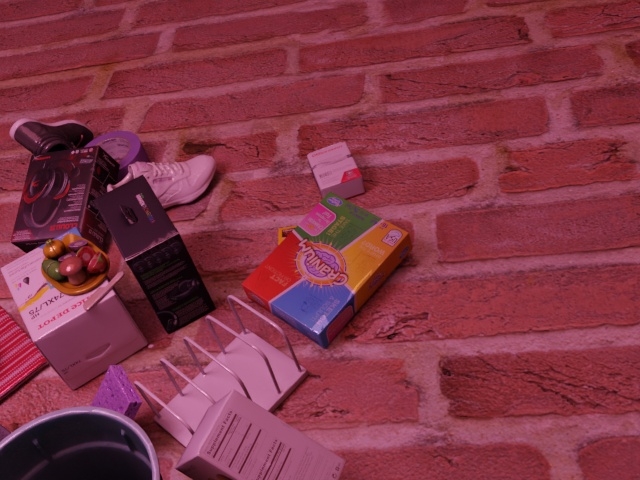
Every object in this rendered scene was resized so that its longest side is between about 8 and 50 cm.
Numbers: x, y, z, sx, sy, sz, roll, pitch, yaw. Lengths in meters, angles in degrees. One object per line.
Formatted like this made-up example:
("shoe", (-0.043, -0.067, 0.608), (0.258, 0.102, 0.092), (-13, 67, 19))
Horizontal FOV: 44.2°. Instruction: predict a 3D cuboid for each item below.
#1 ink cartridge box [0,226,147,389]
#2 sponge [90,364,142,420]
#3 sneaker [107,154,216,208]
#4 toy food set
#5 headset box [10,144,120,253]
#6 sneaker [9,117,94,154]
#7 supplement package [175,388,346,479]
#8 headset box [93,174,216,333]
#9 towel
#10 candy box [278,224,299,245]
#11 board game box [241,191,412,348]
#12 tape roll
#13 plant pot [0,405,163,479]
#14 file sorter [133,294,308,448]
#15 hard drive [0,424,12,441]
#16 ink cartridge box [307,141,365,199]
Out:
("ink cartridge box", (-0.558, 0.152, 1.786), (0.198, 0.197, 0.270), (-32, 48, -14))
("sponge", (-0.429, 0.368, 1.573), (0.117, 0.031, 0.210), (43, 112, 42))
("sneaker", (-0.414, -0.155, 2.067), (0.305, 0.152, 0.114), (-31, 44, -15))
("toy food set", (-0.527, 0.044, 1.689), (0.218, 0.071, 0.128), (30, 60, 34))
("headset box", (-0.664, -0.085, 2.051), (0.218, 0.110, 0.293), (-5, 64, 19))
("sneaker", (-0.729, -0.267, 2.247), (0.147, 0.296, 0.104), (42, 109, 17))
("supplement package", (-0.106, 0.394, 1.383), (0.244, 0.139, 0.134), (34, 54, -9))
("headset box", (-0.379, 0.025, 1.795), (0.131, 0.283, 0.246), (-29, 47, -11))
("towel", (-0.781, 0.276, 1.852), (0.199, 0.031, 0.275), (-40, 50, -21))
("candy box", (0.000, 0.000, 1.886), (0.206, 0.027, 0.105), (-9, 50, 8))
("board game box", (0.016, 0.058, 1.775), (0.242, 0.064, 0.316), (29, 65, 31))
("tape roll", (-0.585, -0.221, 2.228), (0.189, 0.080, 0.189), (-8, 45, 8))
("plant pot", (-0.369, 0.508, 1.300), (0.341, 0.334, 0.341), (-9, 46, 9))
("file sorter", (-0.200, 0.274, 1.585), (0.193, 0.173, 0.277), (29, 60, 35))
("hard drive", (-0.734, 0.494, 1.616), (0.172, 0.054, 0.255), (21, 57, 32))
("ink cartridge box", (0.038, -0.172, 2.011), (0.109, 0.063, 0.150), (-19, 45, -2))
